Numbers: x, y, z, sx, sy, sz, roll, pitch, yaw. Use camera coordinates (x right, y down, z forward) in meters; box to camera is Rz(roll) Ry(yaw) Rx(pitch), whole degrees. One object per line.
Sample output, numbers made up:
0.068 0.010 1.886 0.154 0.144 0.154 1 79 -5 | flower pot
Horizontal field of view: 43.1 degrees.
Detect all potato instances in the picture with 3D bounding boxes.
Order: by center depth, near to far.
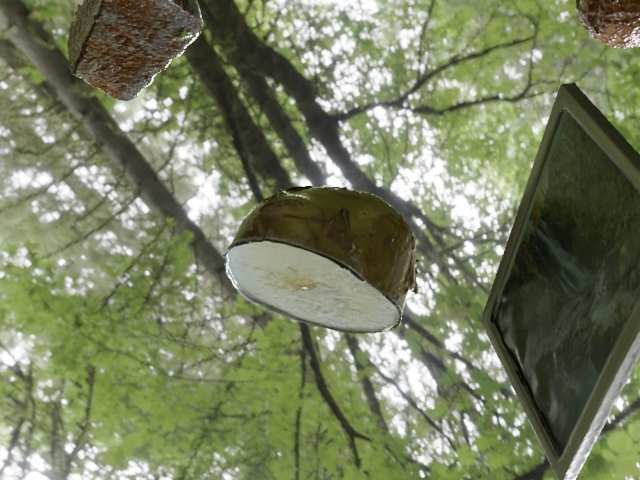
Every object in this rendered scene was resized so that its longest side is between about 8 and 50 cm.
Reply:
0.000 0.000 1.224 0.246 0.300 0.196 -18 -129 41 | potato

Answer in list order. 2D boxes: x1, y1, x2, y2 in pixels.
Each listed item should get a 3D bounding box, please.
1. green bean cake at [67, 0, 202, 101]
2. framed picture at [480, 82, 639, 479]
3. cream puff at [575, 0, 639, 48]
-0.328 -0.359 1.344 0.233 0.198 0.097 -40 -137 25 | green bean cake
0.242 0.043 0.794 0.020 0.324 0.240 -1 -140 -13 | framed picture
0.516 -0.444 1.353 0.164 0.240 0.240 0 -137 -16 | cream puff
